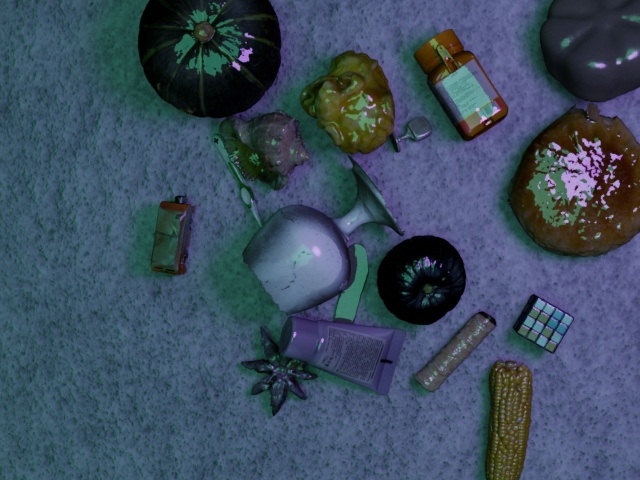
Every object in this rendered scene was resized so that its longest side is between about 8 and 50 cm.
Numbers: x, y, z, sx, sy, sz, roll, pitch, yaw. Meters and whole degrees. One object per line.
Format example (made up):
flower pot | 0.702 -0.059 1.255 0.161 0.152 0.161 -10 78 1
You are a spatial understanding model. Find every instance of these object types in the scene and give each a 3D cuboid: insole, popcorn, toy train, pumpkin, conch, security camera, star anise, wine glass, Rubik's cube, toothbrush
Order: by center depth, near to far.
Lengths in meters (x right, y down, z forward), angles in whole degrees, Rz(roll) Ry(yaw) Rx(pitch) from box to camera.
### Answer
popcorn | 0.058 -0.295 1.896 0.203 0.200 0.226 -7 95 0
wine glass | 0.000 0.000 1.899 0.323 0.238 0.238 -36 87 -3
pumpkin | -0.237 -0.424 1.907 0.323 0.241 0.324 -1 85 8
Rubik's cube | 0.482 0.179 1.908 0.092 0.092 0.092 30 94 5
pumpkin | 0.218 0.084 1.910 0.201 0.140 0.202 -3 111 -9
conch | -0.124 -0.205 1.946 0.245 0.163 0.178 21 109 23
security camera | 0.203 -0.237 1.961 0.092 0.058 0.058 -21 88 -5
star anise | -0.093 0.288 1.993 0.180 0.061 0.205 36 95 5
insole | 0.072 0.102 1.996 0.063 0.010 0.192 12 91 6
toy train | -0.336 -0.010 1.998 0.072 0.099 0.188 9 93 7
toothbrush | -0.171 -0.110 2.012 0.030 0.030 0.304 -29 87 6

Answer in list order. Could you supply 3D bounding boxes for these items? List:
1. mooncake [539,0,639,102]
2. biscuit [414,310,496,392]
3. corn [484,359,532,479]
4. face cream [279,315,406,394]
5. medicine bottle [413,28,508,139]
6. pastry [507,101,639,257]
mooncake | 0.589 -0.427 1.825 0.274 0.135 0.275 -6 64 12
biscuit | 0.300 0.243 1.949 0.061 0.055 0.219 42 94 10
corn | 0.406 0.408 1.919 0.101 0.101 0.292 6 91 7
face cream | 0.049 0.241 1.949 0.273 0.096 0.154 17 89 -17
medicine bottle | 0.300 -0.333 1.891 0.112 0.149 0.222 -33 87 6
pastry | 0.563 -0.113 1.871 0.329 0.136 0.330 0 90 5
